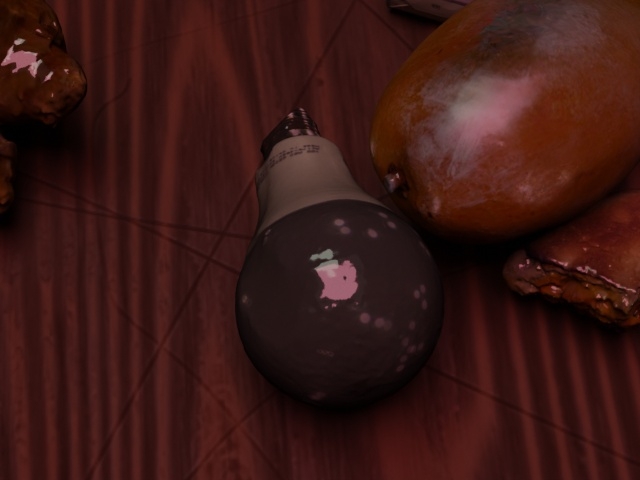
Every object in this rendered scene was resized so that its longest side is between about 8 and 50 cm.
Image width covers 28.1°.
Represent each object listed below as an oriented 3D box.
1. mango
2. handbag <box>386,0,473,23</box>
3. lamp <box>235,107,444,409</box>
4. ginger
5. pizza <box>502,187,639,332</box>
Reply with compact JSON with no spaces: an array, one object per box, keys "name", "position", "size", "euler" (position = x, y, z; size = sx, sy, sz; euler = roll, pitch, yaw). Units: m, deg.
[{"name":"mango","position":[0.204,-0.131,1.156],"size":[0.384,0.198,0.221],"euler":[-28,40,-31]},{"name":"handbag","position":[0.142,-0.308,1.308],"size":[0.117,0.095,0.173],"euler":[18,71,6]},{"name":"lamp","position":[0.008,-0.005,1.133],"size":[0.182,0.182,0.313],"euler":[-7,65,-1]},{"name":"ginger","position":[-0.387,-0.149,1.218],"size":[0.358,0.152,0.274],"euler":[-10,71,10]},{"name":"pizza","position":[0.317,0.016,1.161],"size":[0.306,0.085,0.161],"euler":[-7,44,-3]}]
